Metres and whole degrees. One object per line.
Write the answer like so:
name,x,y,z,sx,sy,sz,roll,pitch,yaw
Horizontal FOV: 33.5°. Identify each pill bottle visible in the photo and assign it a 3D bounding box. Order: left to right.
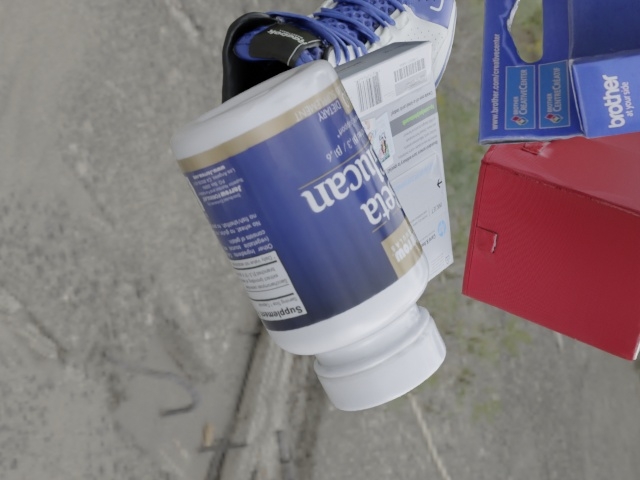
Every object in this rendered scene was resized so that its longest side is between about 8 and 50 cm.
pill bottle,0.000,0.000,0.557,0.169,0.094,0.094,63,24,-13

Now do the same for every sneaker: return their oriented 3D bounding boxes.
sneaker,0.012,-0.158,0.949,0.316,0.127,0.182,-55,161,-14

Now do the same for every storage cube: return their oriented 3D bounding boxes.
storage cube,0.276,-0.028,1.094,0.184,0.193,0.215,-49,153,-41

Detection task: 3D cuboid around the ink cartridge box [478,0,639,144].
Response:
ink cartridge box,0.225,-0.146,0.510,0.065,0.311,0.186,59,31,-46

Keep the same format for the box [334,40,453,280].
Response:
box,0.044,-0.044,0.806,0.145,0.038,0.186,-33,120,-48
